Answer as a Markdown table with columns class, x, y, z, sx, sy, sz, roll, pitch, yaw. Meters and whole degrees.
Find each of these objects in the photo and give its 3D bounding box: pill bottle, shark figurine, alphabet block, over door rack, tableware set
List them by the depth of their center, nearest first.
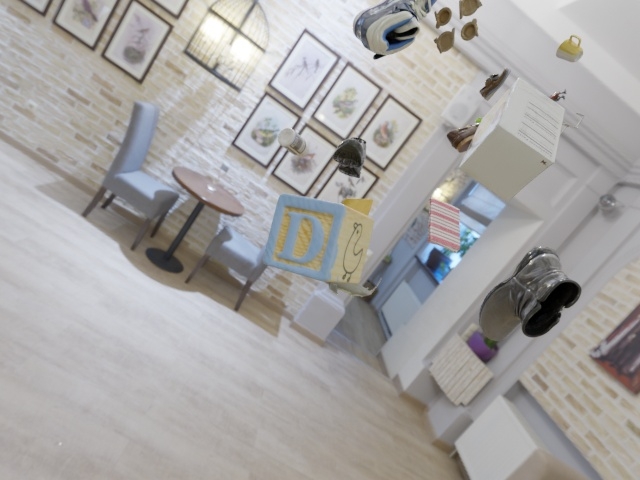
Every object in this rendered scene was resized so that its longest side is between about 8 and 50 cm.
| class | x | y | z | sx | sy | sz | roll | pitch | yaw |
| --- | --- | --- | --- | --- | --- | --- | --- | --- | --- |
| alphabet block | 0.000 | 0.000 | 1.061 | 0.194 | 0.192 | 0.197 | 16 | 1 | 29 |
| tableware set | 0.425 | -0.677 | 1.287 | 0.169 | 0.140 | 0.020 | -6 | 1 | 45 |
| shark figurine | 0.119 | 0.143 | 1.497 | 0.278 | 0.116 | 0.166 | 22 | 11 | -21 |
| pill bottle | -0.105 | -0.392 | 1.669 | 0.078 | 0.078 | 0.137 | 42 | 8 | 28 |
| over door rack | 0.864 | -0.486 | 1.701 | 0.325 | 0.108 | 0.239 | 17 | 12 | 13 |

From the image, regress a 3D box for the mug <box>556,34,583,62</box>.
| class | x | y | z | sx | sy | sz | roll | pitch | yaw |
| --- | --- | --- | --- | --- | --- | --- | --- | --- | --- |
| mug | 0.818 | -0.619 | 1.348 | 0.078 | 0.062 | 0.064 | 26 | 26 | -50 |

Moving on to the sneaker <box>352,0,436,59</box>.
| class | x | y | z | sx | sy | sz | roll | pitch | yaw |
| --- | --- | --- | --- | --- | --- | --- | --- | --- | --- |
| sneaker | 0.270 | -0.662 | 1.223 | 0.130 | 0.323 | 0.236 | 59 | 1 | -46 |

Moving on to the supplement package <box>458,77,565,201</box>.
| class | x | y | z | sx | sy | sz | roll | pitch | yaw |
| --- | --- | --- | --- | --- | --- | --- | --- | --- | --- |
| supplement package | 0.430 | -0.229 | 0.922 | 0.134 | 0.139 | 0.244 | 35 | 50 | 1 |

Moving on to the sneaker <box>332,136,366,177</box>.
| class | x | y | z | sx | sy | sz | roll | pitch | yaw |
| --- | --- | --- | --- | --- | --- | --- | --- | --- | --- |
| sneaker | 0.115 | -0.321 | 1.482 | 0.109 | 0.130 | 0.286 | 20 | -4 | 4 |

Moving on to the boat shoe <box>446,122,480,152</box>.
| class | x | y | z | sx | sy | sz | roll | pitch | yaw |
| --- | --- | --- | --- | --- | --- | --- | --- | --- | --- |
| boat shoe | 0.482 | -0.332 | 1.270 | 0.207 | 0.073 | 0.073 | -18 | 58 | -25 |

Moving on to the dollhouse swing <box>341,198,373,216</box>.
| class | x | y | z | sx | sy | sz | roll | pitch | yaw |
| --- | --- | --- | --- | --- | --- | --- | --- | --- | --- |
| dollhouse swing | -0.006 | -0.039 | 1.728 | 0.305 | 0.315 | 0.347 | 22 | -23 | -1 |

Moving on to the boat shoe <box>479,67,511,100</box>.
| class | x | y | z | sx | sy | sz | roll | pitch | yaw |
| --- | --- | --- | --- | --- | --- | --- | --- | --- | --- |
| boat shoe | 0.743 | -0.677 | 1.775 | 0.066 | 0.066 | 0.183 | 35 | -23 | 3 |

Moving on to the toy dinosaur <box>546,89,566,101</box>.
| class | x | y | z | sx | sy | sz | roll | pitch | yaw |
| --- | --- | --- | --- | --- | --- | --- | --- | --- | --- |
| toy dinosaur | 0.789 | -0.489 | 1.401 | 0.090 | 0.047 | 0.082 | 13 | -6 | -36 |

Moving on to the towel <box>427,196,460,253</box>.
| class | x | y | z | sx | sy | sz | roll | pitch | yaw |
| --- | --- | --- | --- | --- | --- | --- | --- | --- | --- |
| towel | 0.466 | -0.060 | 1.567 | 0.144 | 0.196 | 0.029 | 20 | -28 | -21 |

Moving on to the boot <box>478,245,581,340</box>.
| class | x | y | z | sx | sy | sz | roll | pitch | yaw |
| --- | --- | --- | --- | --- | --- | --- | --- | --- | --- |
| boot | 0.537 | 0.189 | 1.109 | 0.118 | 0.338 | 0.222 | 21 | 30 | 6 |

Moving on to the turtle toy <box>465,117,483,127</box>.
| class | x | y | z | sx | sy | sz | roll | pitch | yaw |
| --- | --- | --- | --- | --- | --- | --- | --- | --- | --- |
| turtle toy | 0.704 | -0.492 | 1.866 | 0.095 | 0.130 | 0.066 | 21 | 1 | 3 |
